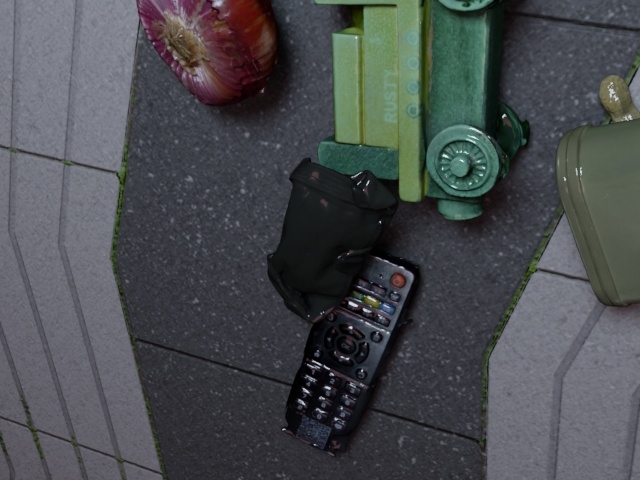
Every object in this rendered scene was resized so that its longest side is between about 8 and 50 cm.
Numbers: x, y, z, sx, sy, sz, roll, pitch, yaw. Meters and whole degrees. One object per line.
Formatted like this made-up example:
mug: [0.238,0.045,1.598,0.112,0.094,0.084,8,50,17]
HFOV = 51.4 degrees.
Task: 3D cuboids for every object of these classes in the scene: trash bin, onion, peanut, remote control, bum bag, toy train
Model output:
trash bin: [0.423,-0.039,0.750,0.247,0.121,0.243,-9,119,41]
onion: [-0.133,-0.294,0.867,0.230,0.163,0.230,32,152,20]
peanut: [0.364,-0.161,0.804,0.037,0.037,0.083,-33,98,30]
remote control: [0.046,0.181,1.072,0.144,0.062,0.399,24,119,9]
bum bag: [0.000,0.000,0.923,0.142,0.080,0.326,32,138,5]
toy train: [0.120,-0.219,0.804,0.253,0.160,0.398,9,118,26]
